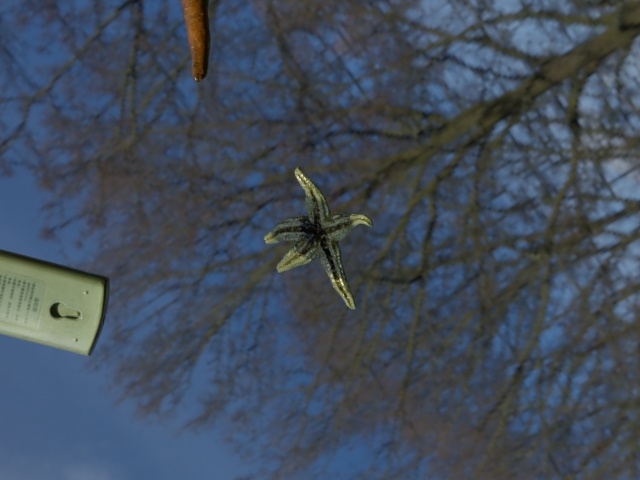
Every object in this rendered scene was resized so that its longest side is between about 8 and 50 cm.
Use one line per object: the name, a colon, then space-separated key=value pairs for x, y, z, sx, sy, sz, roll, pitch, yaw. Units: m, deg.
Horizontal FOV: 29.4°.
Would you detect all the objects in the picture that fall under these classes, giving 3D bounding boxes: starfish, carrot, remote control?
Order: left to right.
remote control: x=-0.364 y=0.062 z=1.422 sx=0.234 sy=0.098 sz=0.038 roll=14 pitch=-169 yaw=0
carrot: x=-0.198 y=-0.336 z=1.954 sx=0.047 sy=0.047 sz=0.191 roll=20 pitch=-121 yaw=-54
starfish: x=0.002 y=-0.001 z=1.733 sx=0.050 sy=0.223 sz=0.216 roll=-18 pitch=-90 yaw=-40
